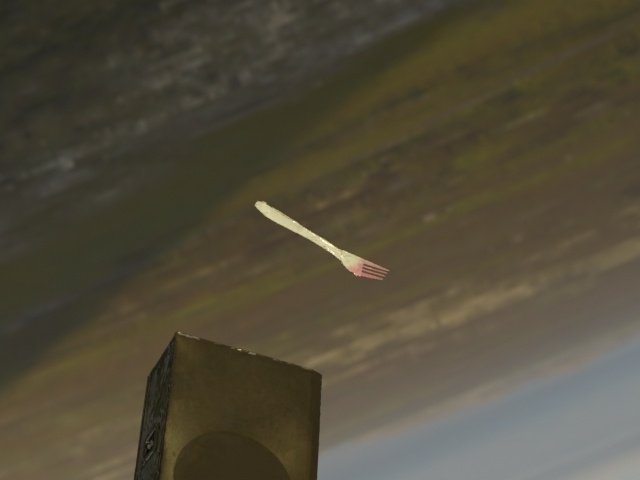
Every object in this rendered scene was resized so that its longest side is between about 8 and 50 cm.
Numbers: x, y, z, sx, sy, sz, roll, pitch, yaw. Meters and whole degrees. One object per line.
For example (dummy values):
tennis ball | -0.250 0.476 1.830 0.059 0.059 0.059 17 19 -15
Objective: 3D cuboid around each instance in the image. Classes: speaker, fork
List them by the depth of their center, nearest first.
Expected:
speaker | -0.045 0.149 0.867 0.082 0.218 0.044 18 139 -16
fork | 0.000 0.001 1.465 0.016 0.115 0.012 -56 -171 21
